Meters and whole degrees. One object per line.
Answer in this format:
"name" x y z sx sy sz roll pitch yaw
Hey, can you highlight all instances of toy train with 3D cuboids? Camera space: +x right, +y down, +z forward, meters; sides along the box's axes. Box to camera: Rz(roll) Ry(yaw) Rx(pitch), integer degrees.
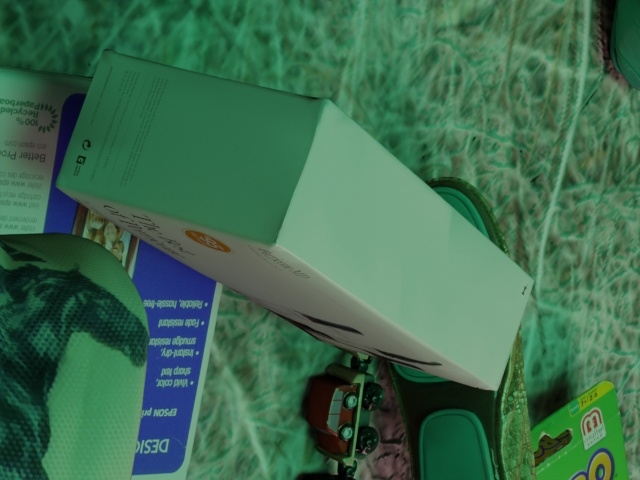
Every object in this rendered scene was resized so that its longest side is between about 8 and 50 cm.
"toy train" 0.010 0.081 0.908 0.036 0.027 0.158 2 101 -33

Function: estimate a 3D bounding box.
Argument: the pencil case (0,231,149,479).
"pencil case" -0.241 0.043 0.529 0.410 0.183 0.160 14 64 -37

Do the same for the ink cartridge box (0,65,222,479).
"ink cartridge box" -0.129 0.034 0.745 0.206 0.045 0.208 4 97 -45

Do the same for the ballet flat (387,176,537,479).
"ballet flat" 0.072 0.071 0.933 0.067 0.073 0.206 -9 97 -65

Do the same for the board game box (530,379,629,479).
"board game box" 0.132 0.210 1.054 0.124 0.039 0.259 -29 122 -34

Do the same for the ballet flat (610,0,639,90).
"ballet flat" 0.202 -0.193 0.970 0.083 0.087 0.247 -14 111 -40

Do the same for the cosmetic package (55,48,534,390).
"cosmetic package" 0.000 0.000 0.758 0.239 0.099 0.060 35 70 -61
